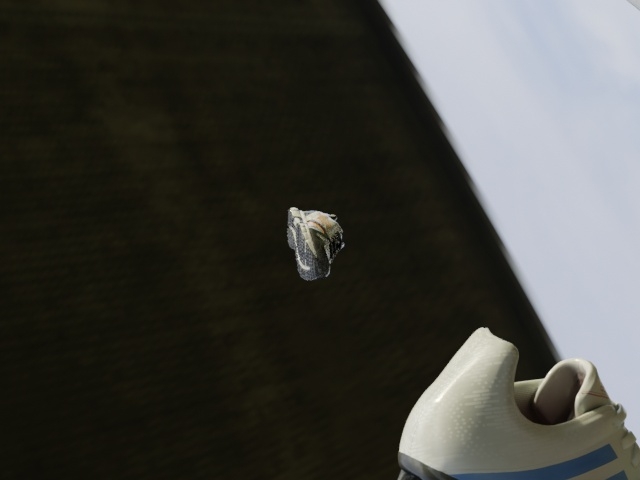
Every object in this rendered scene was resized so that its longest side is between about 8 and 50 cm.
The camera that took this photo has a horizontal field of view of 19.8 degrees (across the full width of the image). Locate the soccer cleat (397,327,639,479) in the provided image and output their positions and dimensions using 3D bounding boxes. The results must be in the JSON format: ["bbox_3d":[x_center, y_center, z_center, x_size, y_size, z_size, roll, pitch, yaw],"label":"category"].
[{"bbox_3d":[0.199,0.172,1.330,0.331,0.143,0.116,30,177,-37],"label":"soccer cleat"}]

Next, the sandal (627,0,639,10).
[{"bbox_3d":[0.343,-0.166,1.533,0.169,0.102,0.416,-19,-127,-33],"label":"sandal"}]

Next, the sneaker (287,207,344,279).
[{"bbox_3d":[0.000,0.000,1.459,0.044,0.040,0.109,1,-157,-8],"label":"sneaker"}]
